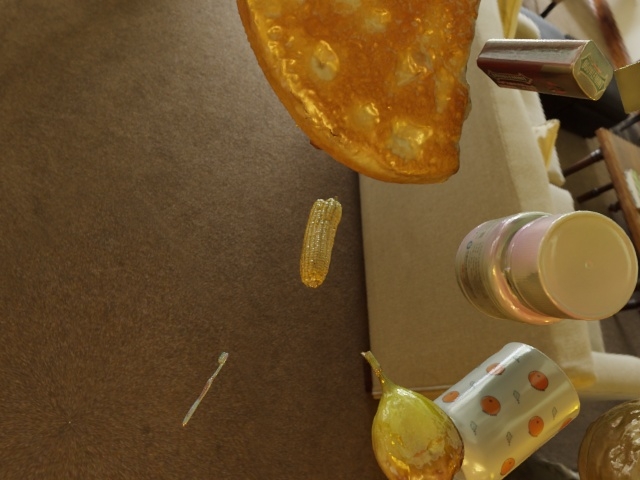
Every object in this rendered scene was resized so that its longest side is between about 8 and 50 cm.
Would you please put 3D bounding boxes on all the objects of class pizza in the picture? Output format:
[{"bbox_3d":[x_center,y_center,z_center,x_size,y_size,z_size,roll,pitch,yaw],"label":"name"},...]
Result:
[{"bbox_3d":[0.061,-0.240,0.496,0.409,0.114,0.277,40,91,-25],"label":"pizza"}]

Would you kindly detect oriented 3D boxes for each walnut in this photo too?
[{"bbox_3d":[0.486,0.333,0.562,0.228,0.228,0.227,13,63,-26],"label":"walnut"}]

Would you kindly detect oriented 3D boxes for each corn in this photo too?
[{"bbox_3d":[-0.005,-0.001,1.255,0.102,0.102,0.312,28,54,-18],"label":"corn"}]

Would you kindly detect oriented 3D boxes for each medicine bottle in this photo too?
[{"bbox_3d":[0.455,0.057,0.873,0.241,0.302,0.241,1,85,-8],"label":"medicine bottle"}]

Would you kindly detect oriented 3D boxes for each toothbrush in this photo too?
[{"bbox_3d":[-0.283,0.363,1.009,0.019,0.013,0.193,46,67,-44],"label":"toothbrush"}]

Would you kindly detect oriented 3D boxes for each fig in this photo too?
[{"bbox_3d":[0.147,0.320,0.760,0.159,0.159,0.257,-21,75,-36],"label":"fig"}]

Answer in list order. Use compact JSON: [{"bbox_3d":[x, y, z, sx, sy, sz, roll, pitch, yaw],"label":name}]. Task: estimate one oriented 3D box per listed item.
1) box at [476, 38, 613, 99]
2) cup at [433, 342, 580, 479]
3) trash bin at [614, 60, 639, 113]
[{"bbox_3d":[0.428,-0.338,0.804,0.120,0.224,0.069,20,104,-36],"label":"box"},{"bbox_3d":[0.404,0.411,0.968,0.317,0.212,0.212,-26,84,-19],"label":"cup"},{"bbox_3d":[0.634,-0.306,0.818,0.043,0.061,0.092,-20,97,-23],"label":"trash bin"}]
